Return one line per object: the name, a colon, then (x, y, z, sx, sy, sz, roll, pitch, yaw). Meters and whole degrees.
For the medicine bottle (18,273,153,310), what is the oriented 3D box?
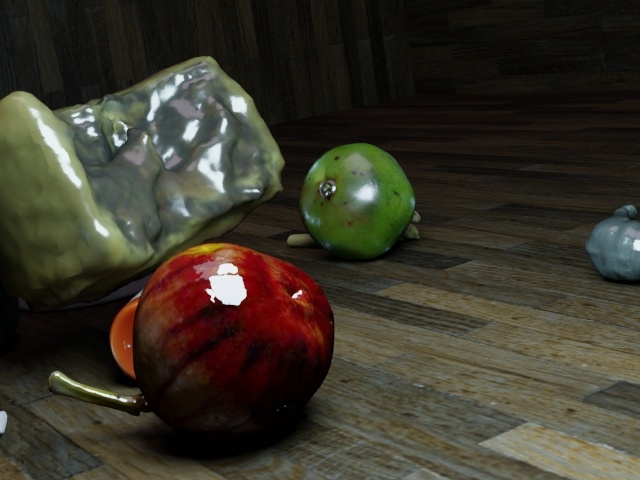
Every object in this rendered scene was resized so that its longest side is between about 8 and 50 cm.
medicine bottle: (-0.391, -0.035, 1.737, 0.253, 0.240, 0.252, -8, 11, 2)

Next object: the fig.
fig: (-0.107, 0.124, 1.051, 0.249, 0.186, 0.204, -47, -26, 20)

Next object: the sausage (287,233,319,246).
sausage: (0.000, 0.000, 1.823, 0.132, 0.024, 0.024, -1, 14, 37)

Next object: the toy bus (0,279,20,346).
toy bus: (-0.511, 0.023, 1.475, 0.167, 0.275, 0.138, -6, 12, -2)

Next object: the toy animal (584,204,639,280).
toy animal: (0.447, 0.012, 1.334, 0.137, 0.082, 0.270, -21, 21, -37)

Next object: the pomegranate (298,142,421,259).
pomegranate: (0.075, -0.052, 1.708, 0.187, 0.187, 0.225, 3, -13, 43)

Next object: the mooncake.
mooncake: (-0.239, -0.080, 1.350, 0.394, 0.246, 0.393, -27, 3, -12)

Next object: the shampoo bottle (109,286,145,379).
shampoo bottle: (-0.172, 0.085, 1.350, 0.104, 0.104, 0.278, -6, 12, 9)

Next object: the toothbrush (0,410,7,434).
toothbrush: (-0.341, 0.217, 1.048, 0.027, 0.021, 0.269, -21, 12, 1)
